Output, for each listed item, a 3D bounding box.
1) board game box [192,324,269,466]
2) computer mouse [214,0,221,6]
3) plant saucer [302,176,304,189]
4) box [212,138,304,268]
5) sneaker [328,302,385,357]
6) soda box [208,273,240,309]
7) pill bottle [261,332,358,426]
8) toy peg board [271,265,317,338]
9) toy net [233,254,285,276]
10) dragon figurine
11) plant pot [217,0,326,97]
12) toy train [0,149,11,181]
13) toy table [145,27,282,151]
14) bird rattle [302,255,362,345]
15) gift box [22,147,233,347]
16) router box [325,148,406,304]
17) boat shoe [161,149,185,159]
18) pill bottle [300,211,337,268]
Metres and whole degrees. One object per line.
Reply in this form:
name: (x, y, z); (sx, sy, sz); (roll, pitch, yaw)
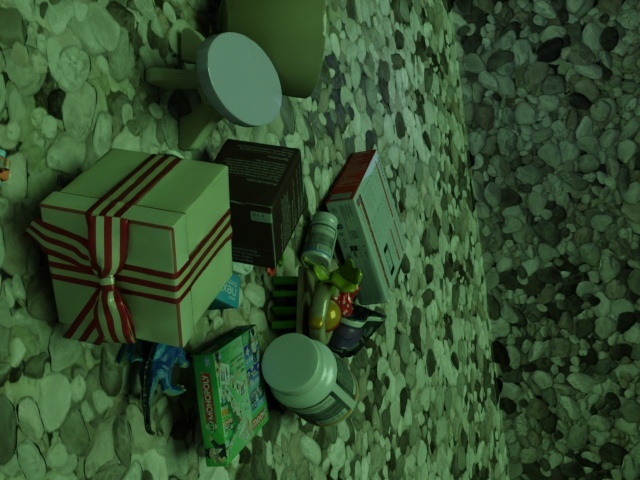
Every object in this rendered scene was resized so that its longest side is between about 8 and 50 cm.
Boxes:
board game box: (-0.173, 0.300, 1.840); (0.317, 0.046, 0.213); (-22, 106, -79)
computer mouse: (-0.223, -0.660, 2.012); (0.188, 0.072, 0.272); (47, 57, -55)
plant saucer: (-0.076, -0.142, 2.250); (0.119, 0.021, 0.119); (-6, 90, -65)
box: (-0.142, -0.078, 1.887); (0.203, 0.169, 0.167); (-67, 162, -45)
sneaker: (0.084, 0.243, 2.450); (0.283, 0.107, 0.124); (1, 109, -68)
soda box: (-0.240, 0.078, 1.811); (0.210, 0.067, 0.071); (36, 53, -58)
pill bottle: (-0.024, 0.312, 2.065); (0.278, 0.162, 0.162); (54, 38, -59)
toy peg board: (-0.062, 0.156, 2.177); (0.160, 0.079, 0.161); (56, 35, -71)
toy net: (-0.152, 0.035, 2.034); (0.232, 0.045, 0.122); (-37, 119, -59)
dragon figurine: (-0.299, 0.206, 1.635); (0.289, 0.085, 0.144); (-70, 143, -50)
plant pot: (-0.118, -0.452, 1.978); (0.284, 0.191, 0.283); (180, -90, -73)
toy train: (-0.494, -0.070, 1.337); (0.125, 0.046, 0.166); (39, 51, -56)
toy table: (-0.211, -0.312, 1.833); (0.274, 0.161, 0.252); (33, 58, -57)
bird rattle: (0.008, 0.148, 2.141); (0.253, 0.143, 0.206); (96, 11, -62)
gift box: (-0.308, 0.018, 1.486); (0.258, 0.277, 0.255); (-60, 150, -56)
router box: (0.136, -0.039, 2.579); (0.301, 0.082, 0.335); (-63, 139, -55)
boat shoe: (-0.269, -0.138, 1.820); (0.125, 0.046, 0.038); (35, 54, -54)
pill bottle: (0.000, 0.000, 2.313); (0.078, 0.078, 0.137); (56, 37, -45)
